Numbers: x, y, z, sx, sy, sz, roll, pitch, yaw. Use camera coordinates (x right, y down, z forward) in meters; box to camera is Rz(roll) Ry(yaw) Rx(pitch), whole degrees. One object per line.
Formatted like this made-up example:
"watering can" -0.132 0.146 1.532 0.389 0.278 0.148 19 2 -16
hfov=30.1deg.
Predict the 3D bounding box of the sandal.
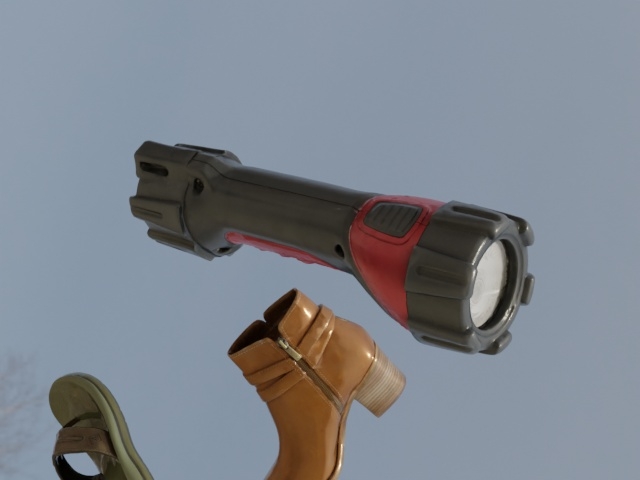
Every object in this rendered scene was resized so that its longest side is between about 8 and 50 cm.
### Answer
"sandal" -0.281 0.272 1.473 0.303 0.086 0.120 48 -41 44

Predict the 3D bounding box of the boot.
"boot" -0.032 0.150 1.097 0.197 0.152 0.073 -51 -153 -4

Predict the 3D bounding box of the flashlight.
"flashlight" 0.000 0.000 0.856 0.304 0.103 0.103 13 -84 36
